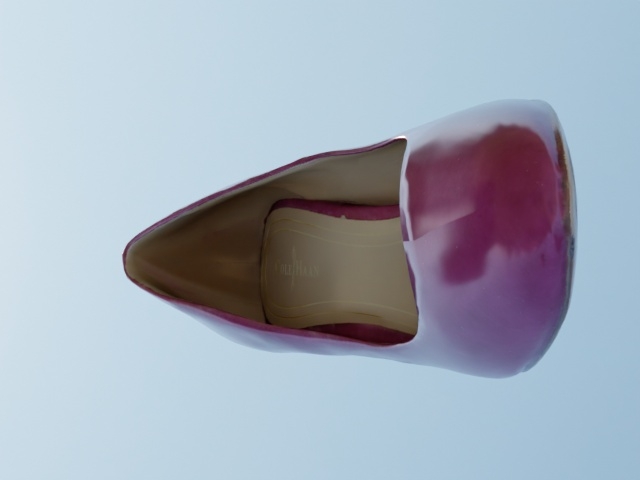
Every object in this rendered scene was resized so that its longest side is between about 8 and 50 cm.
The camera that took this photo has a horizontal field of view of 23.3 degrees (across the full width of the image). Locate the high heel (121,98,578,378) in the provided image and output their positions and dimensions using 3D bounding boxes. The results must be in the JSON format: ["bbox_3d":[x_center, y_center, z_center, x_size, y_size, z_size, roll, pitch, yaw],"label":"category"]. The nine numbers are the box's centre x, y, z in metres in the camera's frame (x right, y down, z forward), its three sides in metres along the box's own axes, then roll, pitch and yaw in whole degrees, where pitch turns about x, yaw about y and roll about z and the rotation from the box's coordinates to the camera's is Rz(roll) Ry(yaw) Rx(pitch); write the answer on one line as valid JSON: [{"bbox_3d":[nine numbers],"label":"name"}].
[{"bbox_3d":[0.000,0.000,0.491,0.117,0.244,0.082,1,-90,-9],"label":"high heel"}]
